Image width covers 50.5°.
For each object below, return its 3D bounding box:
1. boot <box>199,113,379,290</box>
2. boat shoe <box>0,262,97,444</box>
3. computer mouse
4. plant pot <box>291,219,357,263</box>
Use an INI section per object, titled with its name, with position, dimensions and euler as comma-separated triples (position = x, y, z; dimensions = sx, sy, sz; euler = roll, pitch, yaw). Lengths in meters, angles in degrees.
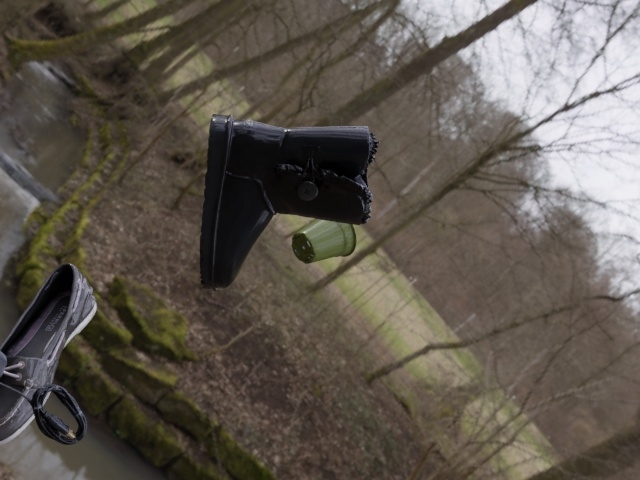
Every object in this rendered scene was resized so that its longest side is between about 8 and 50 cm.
[boot]
position = -0.042, -0.034, 0.850
dimensions = 0.207, 0.246, 0.094
euler = 7, 27, -5
[boat shoe]
position = -0.468, 0.168, 1.092
dimensions = 0.335, 0.112, 0.095
euler = -75, 164, -52
[computer mouse]
position = -0.362, 0.167, 0.776
dimensions = 0.041, 0.071, 0.242
euler = -3, -38, 48
[plant pot]
position = 0.000, 0.000, 1.052
dimensions = 0.083, 0.079, 0.083
euler = 25, -53, 38
